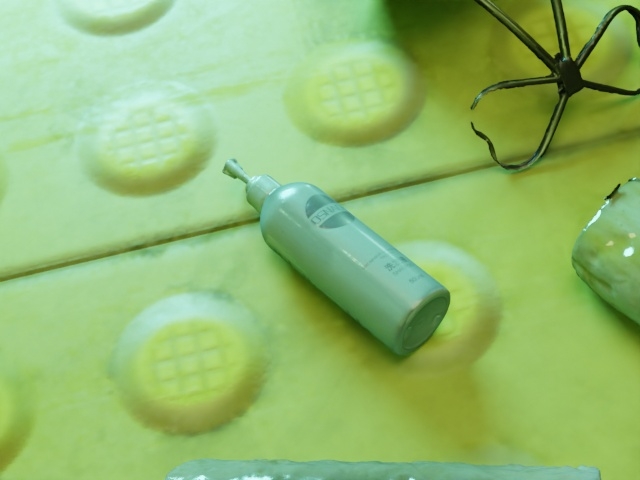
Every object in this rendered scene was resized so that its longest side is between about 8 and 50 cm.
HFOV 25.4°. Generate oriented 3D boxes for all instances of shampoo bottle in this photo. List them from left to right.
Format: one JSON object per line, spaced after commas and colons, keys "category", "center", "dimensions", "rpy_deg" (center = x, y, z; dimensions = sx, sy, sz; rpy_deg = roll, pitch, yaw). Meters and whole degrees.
{"category": "shampoo bottle", "center": [0.000, 0.000, 0.968], "dimensions": [0.195, 0.056, 0.056], "rpy_deg": [38, 68, 26]}

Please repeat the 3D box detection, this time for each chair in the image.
{"category": "chair", "center": [0.091, -0.222, 1.061], "dimensions": [0.160, 0.170, 0.325], "rpy_deg": [-33, 103, -20]}

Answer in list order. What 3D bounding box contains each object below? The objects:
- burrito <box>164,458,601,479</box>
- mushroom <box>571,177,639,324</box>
{"category": "burrito", "center": [0.017, 0.190, 0.814], "dimensions": [0.299, 0.105, 0.143], "rpy_deg": [-4, 60, 1]}
{"category": "mushroom", "center": [0.302, 0.062, 0.882], "dimensions": [0.312, 0.081, 0.100], "rpy_deg": [36, 61, 27]}
